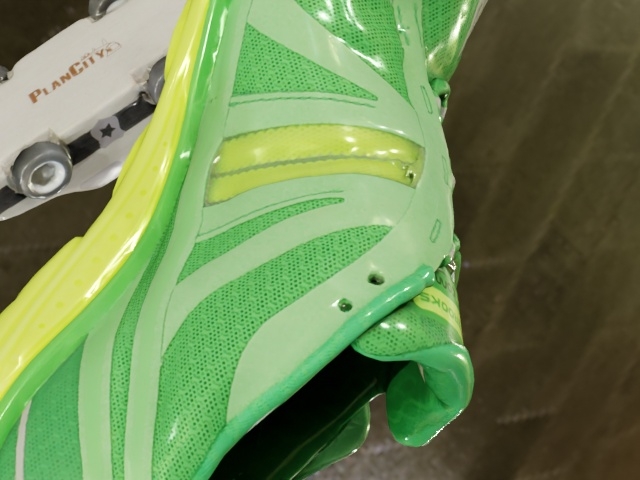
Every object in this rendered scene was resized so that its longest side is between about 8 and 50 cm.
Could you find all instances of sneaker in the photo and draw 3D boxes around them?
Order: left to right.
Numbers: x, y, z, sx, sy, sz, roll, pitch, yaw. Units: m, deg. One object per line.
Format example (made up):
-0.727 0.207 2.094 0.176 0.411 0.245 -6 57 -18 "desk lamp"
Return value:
0.000 0.000 0.435 0.295 0.124 0.109 -62 158 -15 "sneaker"

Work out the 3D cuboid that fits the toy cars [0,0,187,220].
-0.105 -0.165 0.959 0.087 0.177 0.393 59 44 -51 "toy cars"
